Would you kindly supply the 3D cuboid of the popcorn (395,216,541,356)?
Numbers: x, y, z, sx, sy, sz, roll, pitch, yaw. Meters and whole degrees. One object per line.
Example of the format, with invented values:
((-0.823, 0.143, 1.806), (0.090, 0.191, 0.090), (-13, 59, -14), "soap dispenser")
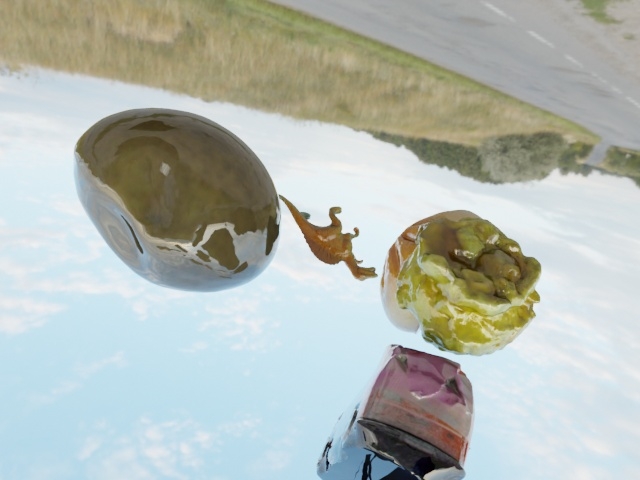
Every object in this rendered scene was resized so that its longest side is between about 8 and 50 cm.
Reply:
((0.192, 0.049, 0.674), (0.197, 0.156, 0.198), (10, -144, -8), "popcorn")

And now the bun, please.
((0.230, 0.048, 1.123), (0.164, 0.299, 0.298), (42, -156, 18), "bun")

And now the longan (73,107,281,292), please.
((-0.219, -0.069, 0.837), (0.350, 0.288, 0.288), (36, -166, -5), "longan")

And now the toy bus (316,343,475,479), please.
((0.086, 0.241, 0.645), (0.127, 0.303, 0.147), (25, -124, 7), "toy bus")

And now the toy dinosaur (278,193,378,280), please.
((0.001, 0.001, 0.952), (0.211, 0.057, 0.143), (11, -130, -25), "toy dinosaur")
